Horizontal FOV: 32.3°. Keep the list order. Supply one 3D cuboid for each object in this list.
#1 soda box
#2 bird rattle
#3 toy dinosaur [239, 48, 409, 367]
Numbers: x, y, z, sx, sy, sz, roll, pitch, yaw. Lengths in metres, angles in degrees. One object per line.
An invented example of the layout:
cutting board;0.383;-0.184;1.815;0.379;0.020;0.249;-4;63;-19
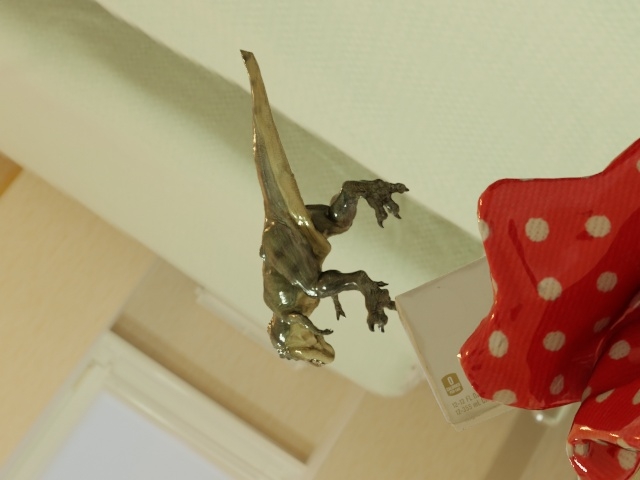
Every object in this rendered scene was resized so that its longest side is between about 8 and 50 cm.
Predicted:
soda box;0.151;0.022;0.571;0.069;0.216;0.073;58;-172;-74
bird rattle;0.147;0.059;0.447;0.143;0.207;0.253;23;134;47
toy dinosaur;0.000;0.000;0.793;0.118;0.064;0.268;12;123;30
